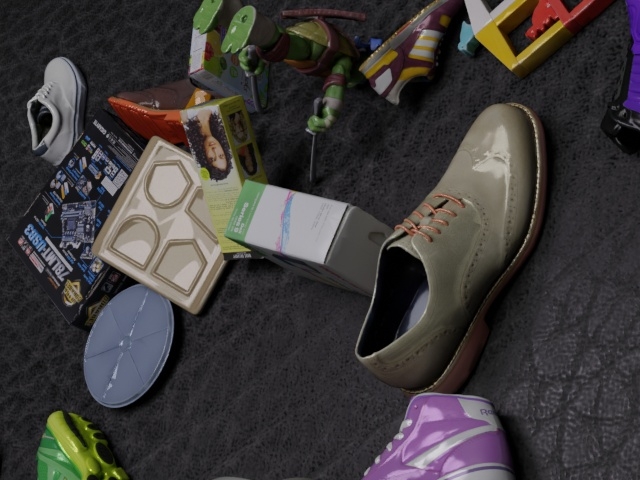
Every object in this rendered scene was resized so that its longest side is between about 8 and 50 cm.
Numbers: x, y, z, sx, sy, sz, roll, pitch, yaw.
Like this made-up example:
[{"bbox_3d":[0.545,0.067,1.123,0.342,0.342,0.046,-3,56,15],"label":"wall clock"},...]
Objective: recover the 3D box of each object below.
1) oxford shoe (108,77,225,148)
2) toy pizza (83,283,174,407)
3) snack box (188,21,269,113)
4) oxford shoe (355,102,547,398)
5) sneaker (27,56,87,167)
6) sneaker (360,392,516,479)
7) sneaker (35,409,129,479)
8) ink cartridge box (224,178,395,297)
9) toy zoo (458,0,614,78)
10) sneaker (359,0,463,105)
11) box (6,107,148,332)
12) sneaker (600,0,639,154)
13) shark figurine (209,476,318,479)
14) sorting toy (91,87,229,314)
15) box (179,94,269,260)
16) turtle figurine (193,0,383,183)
[{"bbox_3d":[-0.246,-0.218,2.124,0.271,0.097,0.098,17,64,40],"label":"oxford shoe"},{"bbox_3d":[-0.293,0.165,1.993,0.201,0.032,0.201,-20,57,35],"label":"toy pizza"},{"bbox_3d":[-0.141,-0.275,2.002,0.037,0.141,0.100,-17,57,37],"label":"snack box"},{"bbox_3d":[0.163,-0.002,1.563,0.140,0.146,0.397,9,75,46],"label":"oxford shoe"},{"bbox_3d":[-0.489,-0.249,2.356,0.094,0.091,0.258,-34,49,26],"label":"sneaker"},{"bbox_3d":[0.097,0.276,1.524,0.282,0.102,0.161,-25,49,19],"label":"sneaker"},{"bbox_3d":[-0.351,0.380,1.895,0.123,0.109,0.295,-58,36,18],"label":"sneaker"},{"bbox_3d":[0.000,0.000,1.711,0.212,0.154,0.093,13,78,46],"label":"ink cartridge box"},{"bbox_3d":[0.301,-0.344,1.700,0.293,0.030,0.192,-41,46,21],"label":"toy zoo"},{"bbox_3d":[0.143,-0.269,1.793,0.185,0.084,0.069,-41,6,-10],"label":"sneaker"},{"bbox_3d":[-0.374,-0.038,2.149,0.293,0.073,0.295,-55,43,7],"label":"box"},{"bbox_3d":[0.382,-0.180,1.483,0.146,0.102,0.293,-33,49,27],"label":"sneaker"},{"bbox_3d":[-0.133,0.356,1.697,0.278,0.116,0.166,-45,78,28],"label":"shark figurine"},{"bbox_3d":[-0.198,-0.066,1.976,0.229,0.041,0.307,29,91,22],"label":"sorting toy"},{"bbox_3d":[-0.126,-0.088,1.850,0.087,0.058,0.232,-5,107,43],"label":"box"},{"bbox_3d":[-0.063,-0.227,1.816,0.274,0.266,0.198,-33,51,31],"label":"turtle figurine"}]
